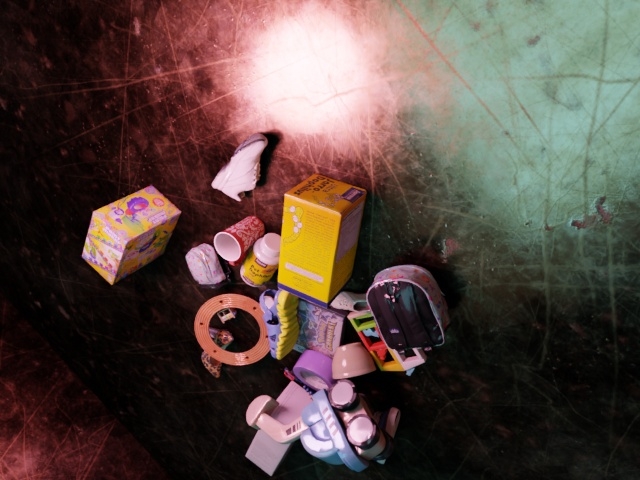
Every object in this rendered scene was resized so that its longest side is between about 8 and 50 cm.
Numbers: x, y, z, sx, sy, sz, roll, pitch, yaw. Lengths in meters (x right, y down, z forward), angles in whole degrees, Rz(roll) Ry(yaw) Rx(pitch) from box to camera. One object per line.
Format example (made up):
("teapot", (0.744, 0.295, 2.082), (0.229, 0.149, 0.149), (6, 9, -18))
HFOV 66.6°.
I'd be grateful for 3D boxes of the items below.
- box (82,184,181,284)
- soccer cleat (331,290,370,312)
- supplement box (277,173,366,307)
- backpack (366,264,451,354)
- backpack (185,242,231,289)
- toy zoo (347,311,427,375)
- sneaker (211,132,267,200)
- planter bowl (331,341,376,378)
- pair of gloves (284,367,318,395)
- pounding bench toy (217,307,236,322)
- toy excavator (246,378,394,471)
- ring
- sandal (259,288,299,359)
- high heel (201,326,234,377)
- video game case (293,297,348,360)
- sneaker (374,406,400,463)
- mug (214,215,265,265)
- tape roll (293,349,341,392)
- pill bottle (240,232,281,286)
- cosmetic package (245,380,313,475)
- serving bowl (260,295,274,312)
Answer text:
("box", (-0.751, -0.025, 1.947), (0.177, 0.290, 0.279), (42, 129, 6))
("soccer cleat", (0.110, 0.217, 1.699), (0.196, 0.076, 0.068), (-6, 112, 34))
("supplement box", (0.000, 0.000, 1.569), (0.195, 0.194, 0.356), (21, 124, 20))
("backpack", (0.271, 0.197, 1.517), (0.225, 0.191, 0.253), (-15, 115, 33))
("backpack", (-0.456, 0.105, 1.956), (0.152, 0.115, 0.181), (-4, 111, 36))
("toy zoo", (0.245, 0.359, 1.728), (0.192, 0.030, 0.293), (-24, 102, 38))
("sneaker", (-0.251, -0.249, 1.657), (0.129, 0.111, 0.297), (37, 135, -12))
("planter bowl", (0.113, 0.434, 1.785), (0.162, 0.162, 0.109), (-18, 78, 37))
("pair of gloves", (-0.074, 0.588, 1.995), (0.198, 0.023, 0.159), (36, 173, 12))
("pounding bench toy", (-0.390, 0.300, 2.069), (0.065, 0.083, 0.052), (-26, 105, 6))
("toy excavator", (-0.026, 0.680, 1.780), (0.432, 0.445, 0.222), (57, -179, 42))
("ring", (-0.354, 0.369, 2.028), (0.337, 0.032, 0.336), (1, 109, 4))
("sandal", (-0.161, 0.304, 1.850), (0.138, 0.126, 0.317), (17, 115, 28))
("high heel", (-0.445, 0.517, 2.190), (0.186, 0.093, 0.261), (4, 109, 37))
("video game case", (-0.027, 0.343, 1.880), (0.248, 0.035, 0.274), (20, 125, 21))
("sneaker", (0.171, 0.738, 1.921), (0.237, 0.130, 0.322), (19, 130, 16))
("mug", (-0.292, -0.004, 1.759), (0.113, 0.169, 0.150), (42, 130, 4))
("tape roll", (-0.007, 0.514, 1.897), (0.189, 0.080, 0.189), (22, 145, 17))
("pill bottle", (-0.205, 0.069, 1.774), (0.117, 0.117, 0.215), (40, 133, 6))
("cosmetic package", (-0.169, 0.820, 2.122), (0.156, 0.217, 0.384), (31, 126, 12))
("serving bowl", (-0.201, 0.256, 1.938), (0.083, 0.027, 0.083), (13, 116, 30))
